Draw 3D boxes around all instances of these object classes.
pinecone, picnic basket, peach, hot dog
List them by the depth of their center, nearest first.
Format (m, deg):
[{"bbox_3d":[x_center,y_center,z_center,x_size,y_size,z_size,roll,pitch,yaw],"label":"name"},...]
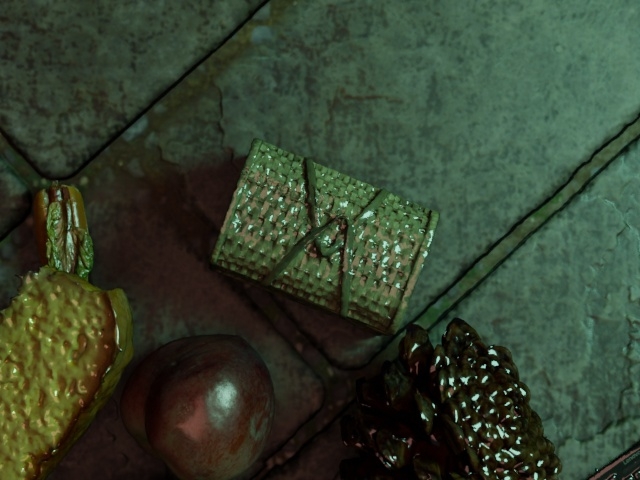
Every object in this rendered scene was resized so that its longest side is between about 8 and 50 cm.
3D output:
[{"bbox_3d":[0.112,0.199,1.302,0.222,0.221,0.221,0,88,-4],"label":"pinecone"},{"bbox_3d":[-0.115,0.155,1.319,0.152,0.152,0.152,0,88,-4],"label":"peach"},{"bbox_3d":[0.000,0.000,1.322,0.196,0.154,0.134,23,87,-4],"label":"picnic basket"},{"bbox_3d":[-0.256,0.005,1.358,0.056,0.041,0.133,-7,88,-4],"label":"hot dog"}]

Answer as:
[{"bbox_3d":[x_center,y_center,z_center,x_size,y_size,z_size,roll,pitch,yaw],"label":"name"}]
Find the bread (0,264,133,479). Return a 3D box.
[{"bbox_3d":[-0.264,0.133,1.307,0.129,0.134,0.260,38,101,8],"label":"bread"}]

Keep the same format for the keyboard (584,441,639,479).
[{"bbox_3d":[0.258,0.305,1.398,0.250,0.017,0.087,-35,92,-4],"label":"keyboard"}]
